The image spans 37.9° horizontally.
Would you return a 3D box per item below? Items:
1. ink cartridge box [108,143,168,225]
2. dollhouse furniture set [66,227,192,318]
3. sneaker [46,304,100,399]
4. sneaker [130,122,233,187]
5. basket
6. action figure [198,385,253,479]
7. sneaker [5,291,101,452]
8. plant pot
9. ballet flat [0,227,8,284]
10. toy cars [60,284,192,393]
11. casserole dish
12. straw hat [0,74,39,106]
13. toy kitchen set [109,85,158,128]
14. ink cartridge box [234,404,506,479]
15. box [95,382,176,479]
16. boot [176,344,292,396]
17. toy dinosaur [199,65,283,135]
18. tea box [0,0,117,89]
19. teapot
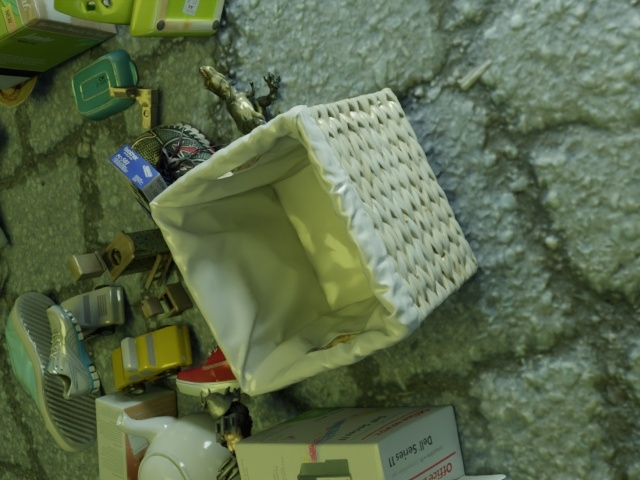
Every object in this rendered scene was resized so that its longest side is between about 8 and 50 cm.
[{"bbox_3d":[-0.294,-0.076,1.649,0.046,0.207,0.097,-43,62,-12],"label":"ink cartridge box"},{"bbox_3d":[-0.335,0.067,1.705,0.101,0.182,0.161,-43,70,37],"label":"dollhouse furniture set"},{"bbox_3d":[-0.495,0.217,1.790,0.071,0.083,0.190,-24,88,52],"label":"sneaker"},{"bbox_3d":[-0.234,-0.130,1.631,0.299,0.112,0.120,23,112,36],"label":"sneaker"},{"bbox_3d":[0.000,0.000,1.331,0.328,0.266,0.331,-27,88,40],"label":"basket"},{"bbox_3d":[-0.118,0.358,1.539,0.099,0.185,0.285,-27,107,18],"label":"action figure"},{"bbox_3d":[-0.578,0.298,2.002,0.150,0.135,0.365,-47,59,44],"label":"sneaker"},{"bbox_3d":[-0.277,-0.455,1.538,0.207,0.228,0.227,28,115,27],"label":"plant pot"},{"bbox_3d":[-0.783,0.035,2.139,0.124,0.116,0.342,17,110,16],"label":"ballet flat"},{"bbox_3d":[-0.413,0.186,1.820,0.394,0.087,0.176,23,90,37],"label":"toy cars"},{"bbox_3d":[-0.426,-0.300,1.811,0.188,0.037,0.114,-14,89,40],"label":"casserole dish"},{"bbox_3d":[-0.622,-0.348,1.947,0.145,0.061,0.144,0,91,28],"label":"straw hat"},{"bbox_3d":[-0.352,-0.246,1.717,0.083,0.068,0.075,6,103,14],"label":"toy kitchen set"},{"bbox_3d":[0.071,0.328,1.394,0.354,0.207,0.119,-10,92,39],"label":"ink cartridge box"},{"bbox_3d":[-0.356,0.381,1.816,0.091,0.130,0.170,7,103,40],"label":"box"},{"bbox_3d":[-0.166,0.183,1.652,0.244,0.088,0.176,-12,90,33],"label":"boot"},{"bbox_3d":[-0.099,-0.200,1.542,0.118,0.064,0.268,-40,77,41],"label":"toy dinosaur"},{"bbox_3d":[-0.610,-0.499,1.773,0.324,0.220,0.328,-19,85,27],"label":"tea box"},{"bbox_3d":[-0.241,0.448,1.695,0.256,0.187,0.252,14,107,37],"label":"teapot"}]
